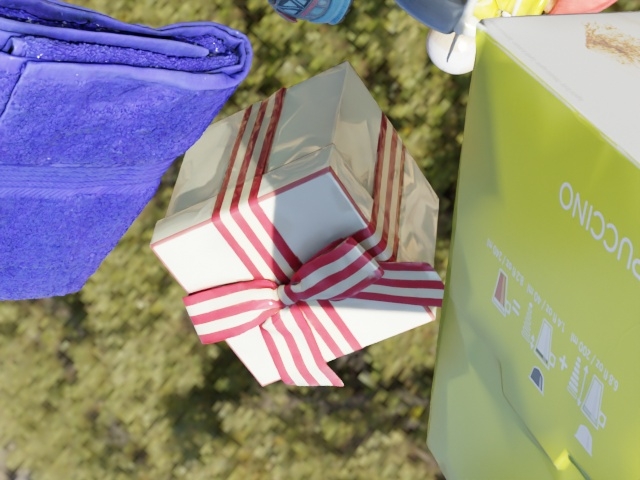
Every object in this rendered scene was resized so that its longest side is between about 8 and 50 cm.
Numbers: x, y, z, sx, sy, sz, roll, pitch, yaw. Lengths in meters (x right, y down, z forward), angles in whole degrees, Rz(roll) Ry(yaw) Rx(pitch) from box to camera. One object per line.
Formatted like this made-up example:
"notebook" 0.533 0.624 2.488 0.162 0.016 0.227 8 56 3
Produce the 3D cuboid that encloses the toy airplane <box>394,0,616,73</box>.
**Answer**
"toy airplane" 0.176 -0.366 2.019 0.384 0.386 0.272 30 118 54

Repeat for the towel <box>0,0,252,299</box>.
"towel" -0.208 -0.049 1.088 0.308 0.228 0.076 -47 53 40

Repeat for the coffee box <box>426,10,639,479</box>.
"coffee box" 0.286 0.066 0.919 0.337 0.334 0.338 -123 33 -57

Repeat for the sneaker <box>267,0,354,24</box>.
"sneaker" -0.018 -0.406 1.863 0.104 0.125 0.261 -166 75 -65

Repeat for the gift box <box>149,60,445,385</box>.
"gift box" 0.000 0.000 1.612 0.255 0.258 0.276 -27 118 26
